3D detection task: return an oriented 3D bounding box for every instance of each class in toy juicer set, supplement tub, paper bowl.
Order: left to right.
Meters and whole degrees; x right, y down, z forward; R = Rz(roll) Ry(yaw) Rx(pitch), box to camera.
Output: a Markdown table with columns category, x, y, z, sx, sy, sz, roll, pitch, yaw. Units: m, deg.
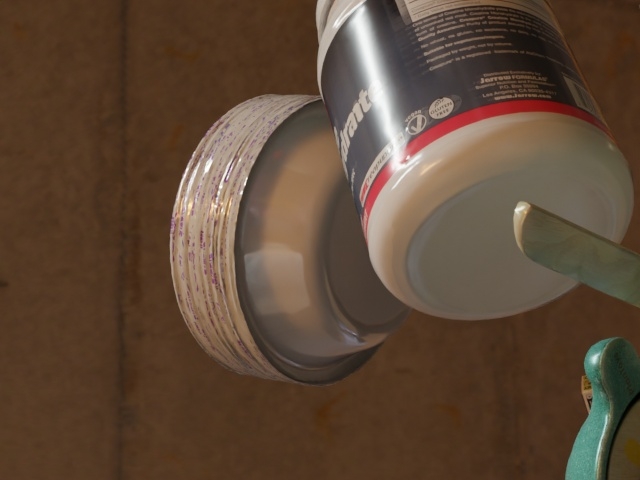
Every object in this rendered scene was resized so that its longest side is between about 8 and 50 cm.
| category | x | y | z | sx | sy | sz | roll | pitch | yaw |
| --- | --- | --- | --- | --- | --- | --- | --- | --- | --- |
| paper bowl | 0.000 | 0.000 | 1.393 | 0.284 | 0.148 | 0.284 | -8 | -80 | -49 |
| supplement tub | 0.104 | -0.094 | 1.067 | 0.191 | 0.191 | 0.272 | 14 | -139 | -29 |
| toy juicer set | 0.218 | 0.134 | 0.823 | 0.209 | 0.089 | 0.329 | -4 | -92 | -40 |

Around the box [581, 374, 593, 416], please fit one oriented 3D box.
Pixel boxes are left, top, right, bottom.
| category | x | y | z | sx | sy | sz | roll | pitch | yaw |
| --- | --- | --- | --- | --- | --- | --- | --- | --- | --- |
| box | 0.337 | 0.217 | 1.399 | 0.036 | 0.114 | 0.207 | -67 | -40 | -66 |
